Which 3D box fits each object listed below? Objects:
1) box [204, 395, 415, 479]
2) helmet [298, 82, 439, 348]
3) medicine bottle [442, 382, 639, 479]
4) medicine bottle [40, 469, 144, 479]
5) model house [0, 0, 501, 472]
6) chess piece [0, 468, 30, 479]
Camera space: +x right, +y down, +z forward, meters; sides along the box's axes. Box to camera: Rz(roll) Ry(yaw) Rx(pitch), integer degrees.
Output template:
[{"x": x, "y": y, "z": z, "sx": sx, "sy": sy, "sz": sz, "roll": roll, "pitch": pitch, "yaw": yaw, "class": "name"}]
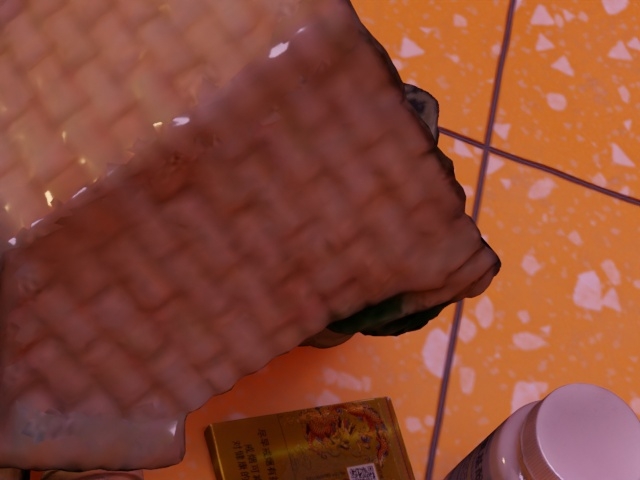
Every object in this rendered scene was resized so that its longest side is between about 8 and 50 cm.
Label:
[{"x": -0.006, "y": 0.173, "z": 1.260, "sx": 0.156, "sy": 0.022, "sz": 0.089, "roll": -8, "pitch": 67, "yaw": -24, "class": "box"}, {"x": 0.003, "y": 0.000, "z": 1.291, "sx": 0.204, "sy": 0.137, "sz": 0.257, "roll": 12, "pitch": 50, "yaw": 35, "class": "helmet"}, {"x": 0.163, "y": 0.182, "z": 1.218, "sx": 0.103, "sy": 0.186, "sz": 0.102, "roll": 9, "pitch": 60, "yaw": -15, "class": "medicine bottle"}, {"x": -0.144, "y": 0.243, "z": 1.116, "sx": 0.114, "sy": 0.114, "sz": 0.252, "roll": -2, "pitch": 62, "yaw": -21, "class": "medicine bottle"}, {"x": -0.172, "y": -0.064, "z": 1.080, "sx": 0.400, "sy": 0.395, "sz": 0.445, "roll": -34, "pitch": 50, "yaw": -3, "class": "model house"}, {"x": -0.344, "y": 0.196, "z": 1.039, "sx": 0.299, "sy": 0.194, "sz": 0.194, "roll": 7, "pitch": 60, "yaw": -7, "class": "chess piece"}]
